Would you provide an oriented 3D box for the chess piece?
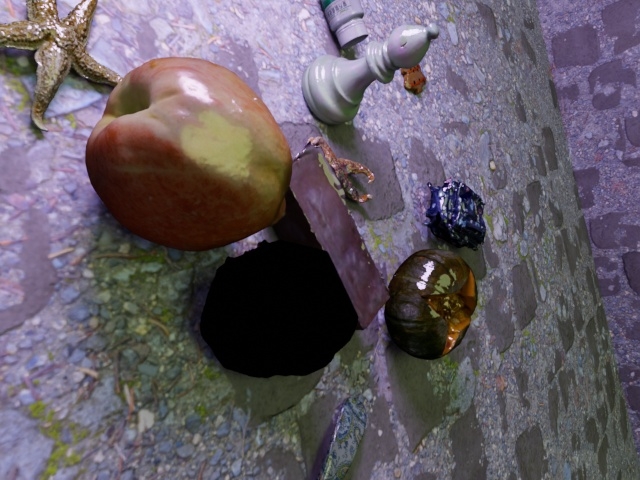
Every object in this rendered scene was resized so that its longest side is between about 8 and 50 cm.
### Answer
[{"bbox_3d":[0.099,-0.327,0.756,0.139,0.271,0.139,13,71,-42],"label":"chess piece"}]

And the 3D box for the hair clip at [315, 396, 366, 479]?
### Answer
[{"bbox_3d":[0.028,0.380,0.705,0.066,0.036,0.229,49,51,-18],"label":"hair clip"}]

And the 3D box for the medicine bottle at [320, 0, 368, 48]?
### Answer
[{"bbox_3d":[0.052,-0.498,0.880,0.080,0.080,0.131,-31,103,-43],"label":"medicine bottle"}]

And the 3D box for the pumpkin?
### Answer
[{"bbox_3d":[0.233,0.135,0.873,0.237,0.159,0.238,-17,115,-40],"label":"pumpkin"}]

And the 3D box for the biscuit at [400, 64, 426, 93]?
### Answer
[{"bbox_3d":[0.252,-0.471,1.114,0.119,0.019,0.130,-36,106,-43],"label":"biscuit"}]

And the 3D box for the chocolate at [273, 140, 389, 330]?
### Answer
[{"bbox_3d":[0.000,0.000,0.707,0.112,0.111,0.322,-42,112,-39],"label":"chocolate"}]

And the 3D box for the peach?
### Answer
[{"bbox_3d":[-0.142,-0.095,0.513,0.256,0.232,0.233,34,59,-45],"label":"peach"}]

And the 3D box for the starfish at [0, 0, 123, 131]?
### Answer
[{"bbox_3d":[-0.316,-0.239,0.498,0.216,0.050,0.224,18,74,-49],"label":"starfish"}]

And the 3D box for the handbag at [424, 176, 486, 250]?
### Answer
[{"bbox_3d":[0.370,-0.065,1.082,0.260,0.113,0.162,19,75,-49],"label":"handbag"}]

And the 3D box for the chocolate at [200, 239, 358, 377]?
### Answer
[{"bbox_3d":[-0.072,0.078,0.626,0.177,0.206,0.224,-112,177,-64],"label":"chocolate"}]

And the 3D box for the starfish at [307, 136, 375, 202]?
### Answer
[{"bbox_3d":[0.021,-0.131,0.810,0.209,0.053,0.151,-1,70,-40],"label":"starfish"}]
